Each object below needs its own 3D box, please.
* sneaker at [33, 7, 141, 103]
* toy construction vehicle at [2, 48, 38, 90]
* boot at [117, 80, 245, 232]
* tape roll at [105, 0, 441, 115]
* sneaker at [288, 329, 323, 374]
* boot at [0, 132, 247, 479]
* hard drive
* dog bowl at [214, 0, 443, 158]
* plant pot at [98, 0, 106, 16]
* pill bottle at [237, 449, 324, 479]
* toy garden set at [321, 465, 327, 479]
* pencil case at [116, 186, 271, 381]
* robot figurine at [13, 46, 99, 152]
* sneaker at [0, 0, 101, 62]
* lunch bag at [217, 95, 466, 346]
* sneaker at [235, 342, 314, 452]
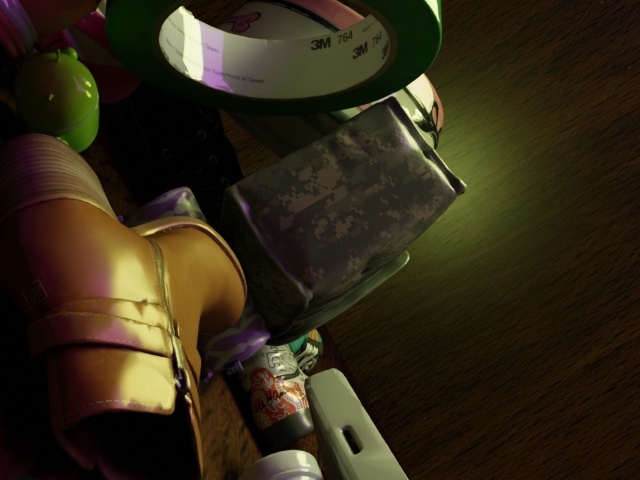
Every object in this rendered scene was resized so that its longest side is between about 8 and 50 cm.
[{"bbox_3d":[-0.300,-0.253,0.773,0.252,0.103,0.111,56,-15,-11],"label":"sneaker"},{"bbox_3d":[-0.280,-0.163,0.696,0.098,0.035,0.086,61,1,4],"label":"toy construction vehicle"},{"bbox_3d":[-0.172,-0.078,1.050,0.378,0.138,0.284,72,-8,-47],"label":"boot"},{"bbox_3d":[-0.044,-0.219,0.690,0.321,0.320,0.077,58,32,-76],"label":"tape roll"},{"bbox_3d":[-0.044,0.172,1.175,0.121,0.108,0.302,56,-1,-2],"label":"sneaker"},{"bbox_3d":[-0.110,0.068,0.501,0.220,0.109,0.283,60,2,35],"label":"boot"},{"bbox_3d":[0.066,0.331,0.679,0.233,0.047,0.353,-132,-154,-65],"label":"hard drive"},{"bbox_3d":[0.006,-0.211,1.066,0.407,0.150,0.408,34,-7,5],"label":"dog bowl"},{"bbox_3d":[-0.308,-0.282,0.912,0.109,0.096,0.109,60,1,-16],"label":"plant pot"},{"bbox_3d":[-0.008,0.259,0.535,0.103,0.103,0.184,60,1,-44],"label":"pill bottle"},{"bbox_3d":[0.076,0.449,1.081,0.244,0.049,0.204,61,1,28],"label":"toy garden set"},{"bbox_3d":[-0.133,0.045,0.752,0.206,0.088,0.086,62,11,1],"label":"pencil case"},{"bbox_3d":[-0.224,-0.115,0.600,0.115,0.066,0.101,137,-44,-67],"label":"robot figurine"},{"bbox_3d":[-0.296,-0.316,0.604,0.314,0.136,0.116,63,-21,-9],"label":"sneaker"},{"bbox_3d":[0.000,0.000,0.845,0.169,0.235,0.287,54,-23,9],"label":"lunch bag"},{"bbox_3d":[-0.045,0.194,0.957,0.145,0.090,0.270,63,4,12],"label":"sneaker"}]
